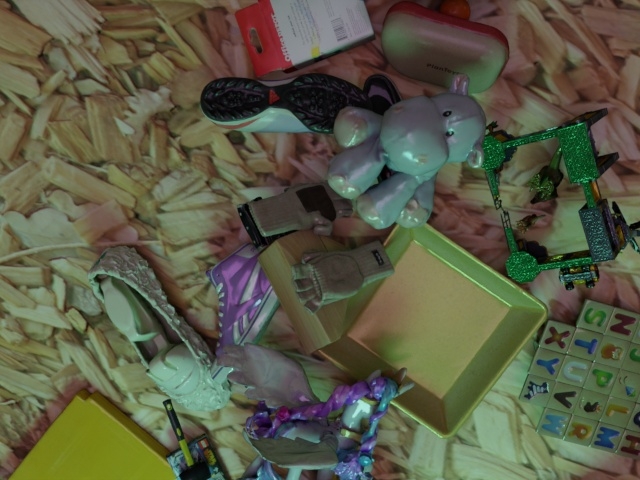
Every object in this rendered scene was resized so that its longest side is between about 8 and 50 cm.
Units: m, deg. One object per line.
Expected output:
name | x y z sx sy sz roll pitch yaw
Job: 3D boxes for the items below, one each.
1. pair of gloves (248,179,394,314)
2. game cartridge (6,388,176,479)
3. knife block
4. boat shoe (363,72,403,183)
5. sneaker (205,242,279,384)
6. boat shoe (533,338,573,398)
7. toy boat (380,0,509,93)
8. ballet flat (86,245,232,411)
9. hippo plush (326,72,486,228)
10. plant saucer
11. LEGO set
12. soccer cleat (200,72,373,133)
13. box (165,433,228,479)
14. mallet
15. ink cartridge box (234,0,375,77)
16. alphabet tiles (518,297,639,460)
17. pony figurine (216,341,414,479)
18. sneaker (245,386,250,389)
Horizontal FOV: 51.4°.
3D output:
pair of gloves | 0.000 0.000 1.213 0.204 0.042 0.240 -24 74 -32
game cartridge | -0.504 0.522 1.464 0.285 0.053 0.324 41 99 -1
knife block | -0.061 0.043 1.241 0.242 0.276 0.088 25 146 -19
boat shoe | 0.127 -0.200 1.253 0.083 0.079 0.233 -8 97 11
sneaker | -0.179 0.138 1.340 0.161 0.102 0.282 30 91 4
boat shoe | 0.462 0.249 1.304 0.043 0.049 0.137 -28 98 7
toy boat | 0.228 -0.373 1.198 0.230 0.151 0.151 16 71 3
ballet flat | -0.340 0.200 1.346 0.147 0.147 0.409 -34 95 11
hippo plush | 0.177 -0.138 1.110 0.294 0.236 0.235 -11 93 -22
plant saucer | 0.209 0.163 1.303 0.332 0.081 0.333 34 101 -1
LEGO set | 0.438 -0.092 1.215 0.254 0.192 0.332 -22 94 39
soccer cleat | -0.060 -0.249 1.252 0.317 0.116 0.109 2 87 2
box | -0.258 0.496 1.419 0.093 0.027 0.137 -25 96 -18
mallet | -0.277 0.417 1.381 0.062 0.039 0.190 -14 90 -21
ink cartridge box | -0.027 -0.400 1.236 0.230 0.078 0.134 -18 96 9
alphabet tiles | 0.568 0.273 1.286 0.342 0.011 0.285 16 101 -6
pony figurine | -0.028 0.364 1.243 0.350 0.303 0.364 10 119 -25
sneaker | -0.112 0.286 1.386 0.109 0.040 0.044 -6 115 11
